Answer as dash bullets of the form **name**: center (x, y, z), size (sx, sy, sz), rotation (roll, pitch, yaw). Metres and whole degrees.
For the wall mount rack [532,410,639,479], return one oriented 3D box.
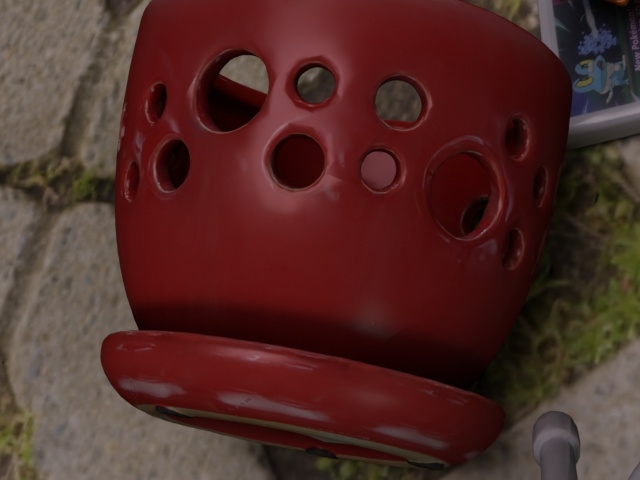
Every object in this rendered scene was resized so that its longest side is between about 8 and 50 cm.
- **wall mount rack**: center (0.092, 0.199, 0.409), size (0.304, 0.130, 0.350), rotation (27, 105, 55)

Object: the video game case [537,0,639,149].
- **video game case**: center (0.189, -0.153, 0.678), size (0.183, 0.023, 0.201), rotation (-12, 64, 22)

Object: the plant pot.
- **plant pot**: center (0.000, 0.000, 0.612), size (0.191, 0.191, 0.174), rotation (6, 78, 29)

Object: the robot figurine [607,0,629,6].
- **robot figurine**: center (0.225, -0.220, 0.617), size (0.211, 0.085, 0.291), rotation (27, 86, 30)
